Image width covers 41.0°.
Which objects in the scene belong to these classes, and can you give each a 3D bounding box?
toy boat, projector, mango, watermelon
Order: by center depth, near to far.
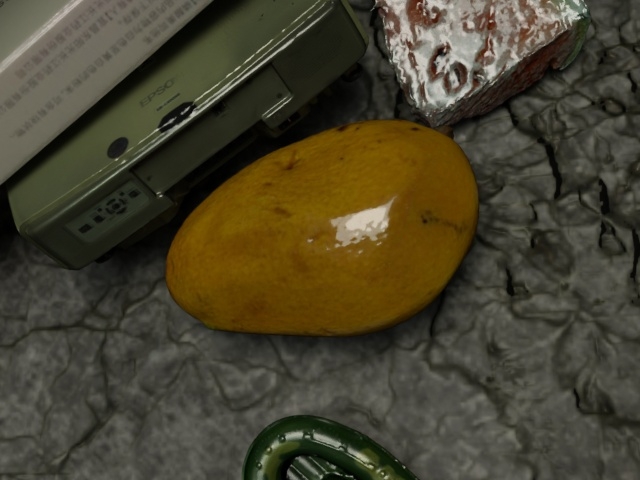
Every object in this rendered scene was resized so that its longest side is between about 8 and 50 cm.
[{"bbox_3d":[0.035,0.199,0.556,0.210,0.052,0.104,41,88,18],"label":"toy boat"},{"bbox_3d":[0.000,0.000,0.590,0.227,0.109,0.147,-22,74,6],"label":"mango"},{"bbox_3d":[-0.112,-0.115,0.637,0.269,0.088,0.193,-36,47,3],"label":"projector"},{"bbox_3d":[0.094,-0.150,0.639,0.187,0.071,0.139,22,87,8],"label":"watermelon"}]

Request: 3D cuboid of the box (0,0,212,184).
[{"bbox_3d":[-0.229,-0.136,0.620,0.343,0.065,0.200,-39,42,6],"label":"box"}]
